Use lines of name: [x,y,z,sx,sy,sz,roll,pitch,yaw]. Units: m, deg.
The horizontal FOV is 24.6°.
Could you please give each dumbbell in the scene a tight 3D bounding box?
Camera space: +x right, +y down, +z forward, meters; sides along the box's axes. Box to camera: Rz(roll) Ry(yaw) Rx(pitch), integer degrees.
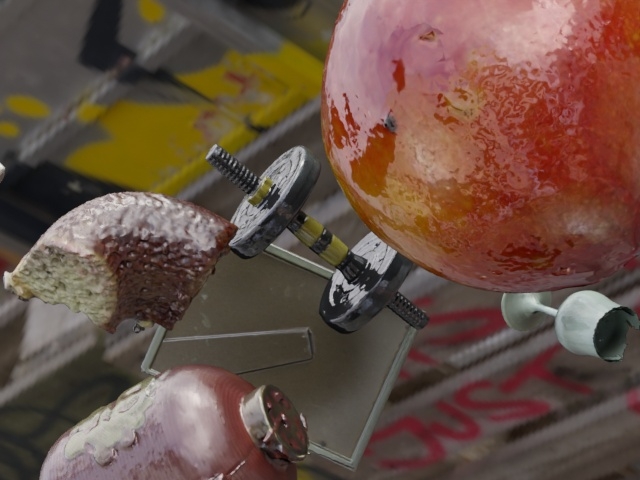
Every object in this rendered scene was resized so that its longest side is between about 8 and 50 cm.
dumbbell: [0.000,0.000,1.654,0.143,0.325,0.143,-45,19,20]

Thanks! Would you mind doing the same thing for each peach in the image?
peach: [0.189,-0.131,1.403,0.388,0.388,0.388,-35,39,35]

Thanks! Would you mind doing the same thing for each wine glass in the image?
wine glass: [0.302,0.093,1.781,0.079,0.079,0.195,-62,27,-3]

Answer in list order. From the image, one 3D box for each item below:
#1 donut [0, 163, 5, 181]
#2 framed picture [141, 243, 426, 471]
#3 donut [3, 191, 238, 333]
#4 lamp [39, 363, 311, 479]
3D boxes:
donut: [-0.604,-0.051,1.922,0.383,0.142,0.382,-23,11,4]
framed picture: [-0.047,0.123,1.767,0.020,0.289,0.211,0,-66,-85]
donut: [-0.187,0.008,1.409,0.126,0.186,0.144,-46,21,61]
lamp: [-0.131,0.209,1.219,0.258,0.180,0.180,-32,38,16]
